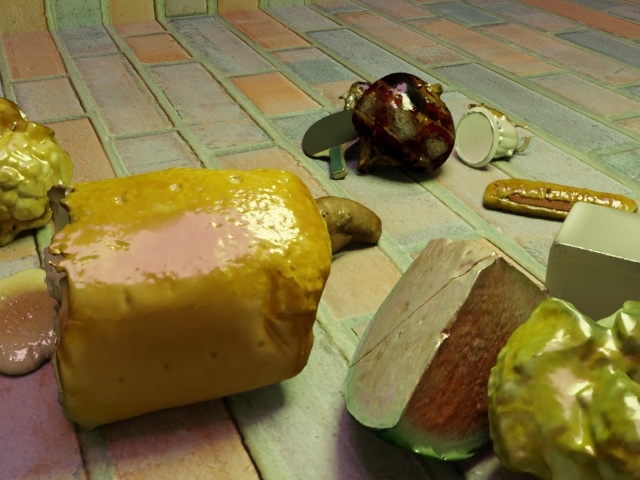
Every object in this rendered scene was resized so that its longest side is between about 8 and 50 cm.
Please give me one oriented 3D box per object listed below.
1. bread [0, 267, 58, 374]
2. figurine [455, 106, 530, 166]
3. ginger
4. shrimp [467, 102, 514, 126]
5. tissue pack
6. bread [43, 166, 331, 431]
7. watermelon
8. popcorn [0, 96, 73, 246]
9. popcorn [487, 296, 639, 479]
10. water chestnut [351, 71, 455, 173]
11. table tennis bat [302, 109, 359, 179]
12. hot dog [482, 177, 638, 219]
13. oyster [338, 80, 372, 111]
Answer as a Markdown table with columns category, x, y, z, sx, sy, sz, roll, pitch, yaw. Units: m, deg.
| category | x | y | z | sx | sy | sz | roll | pitch | yaw |
| --- | --- | --- | --- | --- | --- | --- | --- | --- | --- |
| bread | -0.467 | 0.118 | 1.192 | 0.182 | 0.039 | 0.251 | -16 | 33 | -27 |
| figurine | 0.390 | -0.225 | 1.736 | 0.154 | 0.132 | 0.132 | -4 | 26 | -35 |
| ginger | -0.014 | 0.000 | 1.334 | 0.133 | 0.107 | 0.309 | 9 | 28 | 29 |
| shrimp | 0.386 | -0.284 | 1.894 | 0.115 | 0.051 | 0.217 | -6 | 32 | -6 |
| tissue pack | 0.465 | 0.064 | 1.161 | 0.246 | 0.159 | 0.136 | 16 | 35 | 25 |
| bread | -0.182 | 0.027 | 1.061 | 0.394 | 0.250 | 0.361 | -12 | 44 | -8 |
| watermelon | 0.188 | 0.150 | 0.998 | 0.222 | 0.292 | 0.319 | 35 | -11 | -8 |
| popcorn | -0.589 | -0.111 | 1.430 | 0.265 | 0.225 | 0.332 | 13 | 37 | -13 |
| popcorn | 0.323 | 0.196 | 0.856 | 0.276 | 0.225 | 0.276 | -18 | 42 | 17 |
| water chestnut | 0.168 | -0.229 | 1.670 | 0.224 | 0.238 | 0.223 | 33 | 3 | -2 |
| table tennis bat | 0.033 | -0.216 | 1.765 | 0.154 | 0.021 | 0.274 | -19 | 34 | 10 |
| hot dog | 0.455 | -0.076 | 1.513 | 0.286 | 0.061 | 0.088 | 9 | 19 | 13 |
| oyster | 0.119 | -0.308 | 1.892 | 0.161 | 0.107 | 0.233 | -5 | 31 | -24 |
